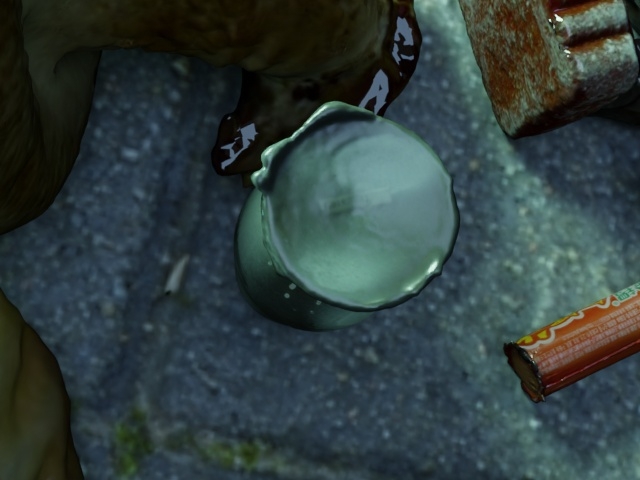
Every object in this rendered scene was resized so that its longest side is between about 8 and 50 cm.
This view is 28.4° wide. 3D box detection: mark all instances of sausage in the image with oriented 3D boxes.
[{"bbox_3d":[0.191,0.055,0.812,0.145,0.050,0.048,-23,46,-11],"label":"sausage"}]

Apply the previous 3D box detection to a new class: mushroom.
[{"bbox_3d":[-0.137,-0.145,0.657,0.356,0.334,0.331,30,77,6],"label":"mushroom"}]

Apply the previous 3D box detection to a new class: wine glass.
[{"bbox_3d":[0.000,0.000,0.696,0.103,0.222,0.103,1,81,-10],"label":"wine glass"}]

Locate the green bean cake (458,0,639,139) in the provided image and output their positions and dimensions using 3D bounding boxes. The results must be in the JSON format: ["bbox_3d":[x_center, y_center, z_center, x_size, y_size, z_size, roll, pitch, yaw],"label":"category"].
[{"bbox_3d":[0.138,-0.139,0.783,0.056,0.135,0.135,-16,86,-12],"label":"green bean cake"}]

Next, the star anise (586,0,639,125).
[{"bbox_3d":[0.292,-0.115,0.825,0.223,0.109,0.236,16,78,-12],"label":"star anise"}]

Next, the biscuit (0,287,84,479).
[{"bbox_3d":[-0.215,0.140,0.661,0.091,0.213,0.274,-9,77,27],"label":"biscuit"}]
